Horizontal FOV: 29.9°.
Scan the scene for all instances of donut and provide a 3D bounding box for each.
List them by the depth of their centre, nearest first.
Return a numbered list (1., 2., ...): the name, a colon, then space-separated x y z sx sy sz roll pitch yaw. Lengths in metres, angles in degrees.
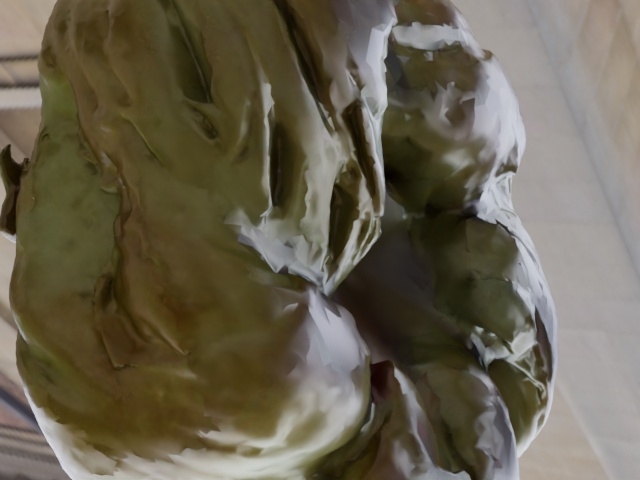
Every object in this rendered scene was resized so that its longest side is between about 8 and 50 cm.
1. donut: 0.000 0.000 0.592 0.170 0.360 0.360 -13 -132 30
